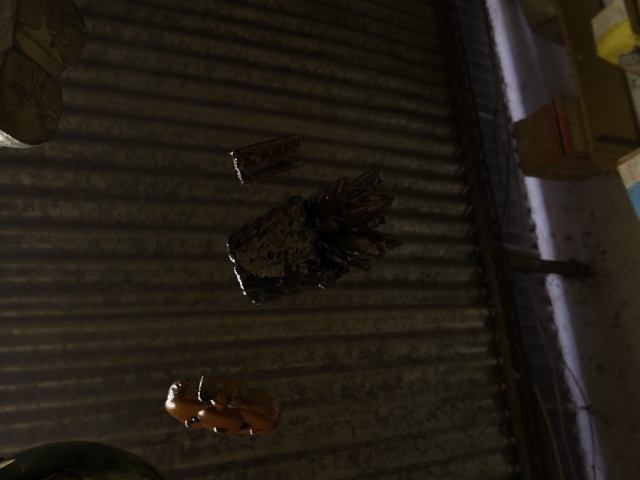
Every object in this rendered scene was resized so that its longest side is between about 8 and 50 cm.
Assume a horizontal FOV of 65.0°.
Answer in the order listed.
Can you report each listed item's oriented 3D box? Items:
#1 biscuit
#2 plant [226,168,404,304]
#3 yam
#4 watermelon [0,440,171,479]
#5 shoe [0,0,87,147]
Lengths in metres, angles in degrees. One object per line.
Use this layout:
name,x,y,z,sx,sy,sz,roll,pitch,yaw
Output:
biscuit,-0.139,0.245,0.718,0.170,0.170,0.050,17,-126,-15
plant,0.000,0.000,0.942,0.320,0.194,0.182,-20,-100,7
yam,-0.105,-0.163,1.013,0.141,0.079,0.079,-17,-102,-7
watermelon,-0.334,0.360,0.573,0.330,0.189,0.331,-15,-67,-39
shoe,-0.503,-0.277,0.782,0.210,0.132,0.343,-10,-119,17
